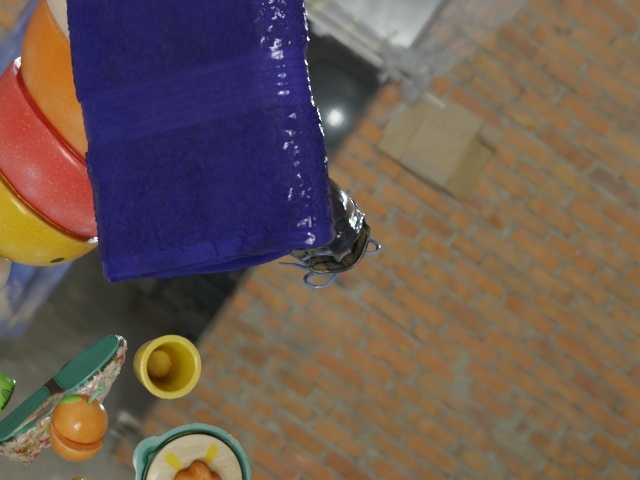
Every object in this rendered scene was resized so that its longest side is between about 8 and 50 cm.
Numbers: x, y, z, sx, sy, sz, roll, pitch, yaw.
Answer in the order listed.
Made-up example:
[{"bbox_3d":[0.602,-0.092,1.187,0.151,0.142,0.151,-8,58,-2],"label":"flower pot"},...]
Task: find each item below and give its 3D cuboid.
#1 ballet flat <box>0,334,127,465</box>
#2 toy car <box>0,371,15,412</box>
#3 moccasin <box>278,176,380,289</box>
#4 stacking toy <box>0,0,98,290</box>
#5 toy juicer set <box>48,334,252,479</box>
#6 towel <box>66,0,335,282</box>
[{"bbox_3d":[-0.366,0.233,1.883,0.077,0.241,0.091,55,-7,-33],"label":"ballet flat"},{"bbox_3d":[-0.439,0.165,1.442,0.225,0.239,0.053,-7,-45,27],"label":"toy car"},{"bbox_3d":[0.000,0.000,1.695,0.117,0.138,0.342,48,4,6],"label":"moccasin"},{"bbox_3d":[-0.340,-0.085,1.672,0.350,0.480,0.350,42,17,-16],"label":"stacking toy"},{"bbox_3d":[-0.170,0.283,1.407,0.089,0.209,0.329,-2,-65,66],"label":"toy juicer set"},{"bbox_3d":[-0.095,-0.128,1.028,0.228,0.308,0.076,-9,-2,33],"label":"towel"}]
